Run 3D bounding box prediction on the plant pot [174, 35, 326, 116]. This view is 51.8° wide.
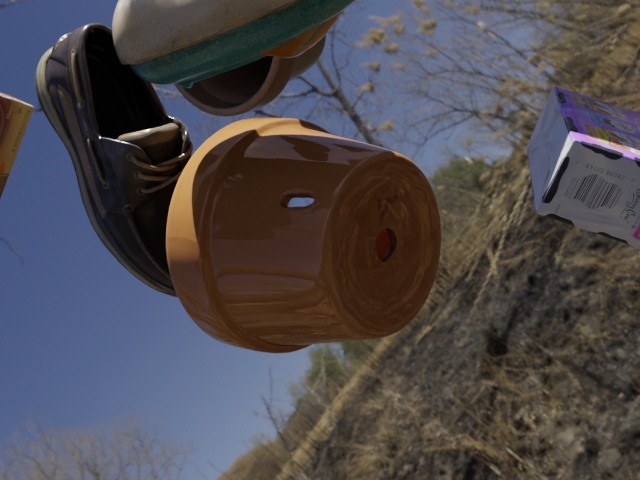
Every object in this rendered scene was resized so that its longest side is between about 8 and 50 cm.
[{"bbox_3d":[-0.113,-0.359,1.147,0.229,0.263,0.263,-28,-27,-54],"label":"plant pot"}]

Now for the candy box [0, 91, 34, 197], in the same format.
[{"bbox_3d":[-0.634,-0.116,1.110,0.183,0.088,0.316,16,-83,-60],"label":"candy box"}]

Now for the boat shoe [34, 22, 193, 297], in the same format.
[{"bbox_3d":[-0.221,-0.092,0.786,0.132,0.355,0.130,-34,5,-36],"label":"boat shoe"}]

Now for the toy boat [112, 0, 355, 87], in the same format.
[{"bbox_3d":[-0.061,-0.255,0.702,0.268,0.148,0.318,-16,29,15],"label":"toy boat"}]

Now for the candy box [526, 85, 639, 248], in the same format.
[{"bbox_3d":[0.286,-0.052,0.562,0.164,0.196,0.070,-63,-9,-60],"label":"candy box"}]

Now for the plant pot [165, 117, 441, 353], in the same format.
[{"bbox_3d":[0.000,0.000,0.761,0.291,0.204,0.290,-6,-81,-45],"label":"plant pot"}]
